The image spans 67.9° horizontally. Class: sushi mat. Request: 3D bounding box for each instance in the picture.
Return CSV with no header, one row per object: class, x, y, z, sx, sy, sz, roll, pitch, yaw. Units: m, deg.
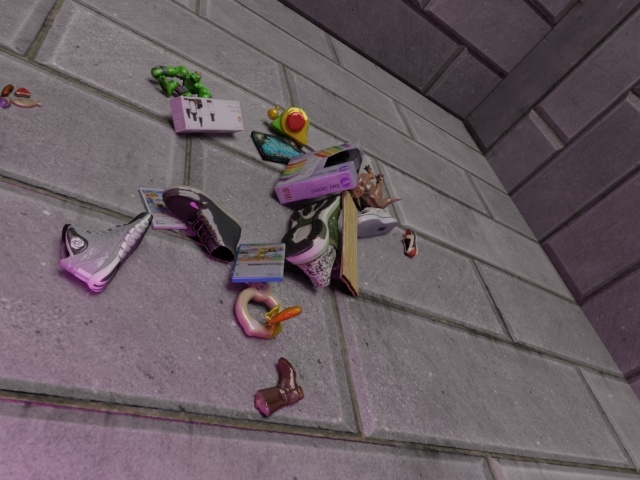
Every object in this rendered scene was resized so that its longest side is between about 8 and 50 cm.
sushi mat,0.089,0.000,1.432,0.151,0.019,0.317,57,29,-51

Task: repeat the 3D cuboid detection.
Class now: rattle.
rattle,-0.130,0.113,1.100,0.130,0.143,0.200,3,53,-21

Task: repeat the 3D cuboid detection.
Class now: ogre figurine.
ogre figurine,-0.432,-0.488,1.515,0.197,0.097,0.118,31,49,10

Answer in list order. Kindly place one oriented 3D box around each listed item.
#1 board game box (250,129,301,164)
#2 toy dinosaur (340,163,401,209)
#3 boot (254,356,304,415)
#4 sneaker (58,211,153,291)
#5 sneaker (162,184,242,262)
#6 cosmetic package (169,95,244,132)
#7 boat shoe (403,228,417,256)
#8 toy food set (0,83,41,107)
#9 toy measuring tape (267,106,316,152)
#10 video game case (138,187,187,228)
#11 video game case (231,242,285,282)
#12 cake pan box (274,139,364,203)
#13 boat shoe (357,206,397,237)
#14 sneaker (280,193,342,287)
board game box,-0.148,-0.322,1.679,0.186,0.026,0.126,3,50,-45
toy dinosaur,0.171,-0.172,1.760,0.295,0.127,0.200,31,34,-25
boot,-0.099,0.306,1.003,0.114,0.037,0.106,-7,54,-44
sneaker,-0.440,-0.012,0.960,0.132,0.086,0.229,32,35,-12
sneaker,-0.282,-0.041,1.144,0.222,0.083,0.118,32,34,-31
cosmetic package,-0.345,-0.385,1.473,0.239,0.060,0.099,-18,103,-53
boat shoe,0.336,0.004,1.801,0.043,0.049,0.137,25,41,-22
toy food set,-0.720,-0.339,1.096,0.078,0.019,0.122,48,33,8
toy measuring tape,-0.049,-0.407,1.791,0.330,0.121,0.121,31,34,-17
video game case,-0.384,-0.078,1.160,0.087,0.011,0.122,0,52,-46
video game case,-0.149,0.052,1.170,0.119,0.015,0.166,-1,28,-1
cake pan box,0.007,-0.223,1.530,0.246,0.266,0.070,-72,146,-52
boat shoe,0.180,-0.075,1.683,0.267,0.096,0.088,-7,53,-52
sneaker,0.000,0.000,1.411,0.182,0.157,0.410,66,24,-22
